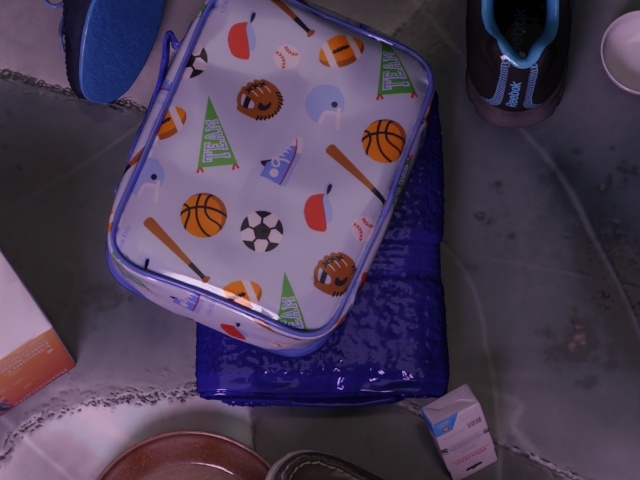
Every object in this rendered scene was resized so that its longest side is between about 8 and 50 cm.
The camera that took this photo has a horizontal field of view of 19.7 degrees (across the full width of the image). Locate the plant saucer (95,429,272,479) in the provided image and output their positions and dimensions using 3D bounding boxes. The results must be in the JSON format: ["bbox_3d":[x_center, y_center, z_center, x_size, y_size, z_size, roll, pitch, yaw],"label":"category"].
[{"bbox_3d":[-0.116,0.268,1.630,0.198,0.036,0.198,0,77,0],"label":"plant saucer"}]

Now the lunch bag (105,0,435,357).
[{"bbox_3d":[-0.048,-0.070,1.598,0.243,0.115,0.303,22,75,2],"label":"lunch bag"}]

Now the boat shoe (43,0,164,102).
[{"bbox_3d":[-0.195,-0.259,1.713,0.089,0.109,0.258,22,104,40],"label":"boat shoe"}]

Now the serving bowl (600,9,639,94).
[{"bbox_3d":[0.304,-0.174,1.743,0.083,0.027,0.083,0,77,-1],"label":"serving bowl"}]

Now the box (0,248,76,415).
[{"bbox_3d":[-0.298,0.092,1.602,0.130,0.170,0.091,-34,78,-8],"label":"box"}]

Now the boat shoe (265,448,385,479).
[{"bbox_3d":[0.080,0.287,1.581,0.305,0.091,0.109,43,74,2],"label":"boat shoe"}]

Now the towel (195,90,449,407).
[{"bbox_3d":[0.000,0.000,1.682,0.228,0.076,0.308,2,76,-7],"label":"towel"}]

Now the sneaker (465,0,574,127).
[{"bbox_3d":[0.196,-0.283,1.712,0.125,0.139,0.341,0,75,3],"label":"sneaker"}]

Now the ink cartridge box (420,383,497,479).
[{"bbox_3d":[0.124,0.173,1.644,0.048,0.083,0.028,-27,42,-6],"label":"ink cartridge box"}]
